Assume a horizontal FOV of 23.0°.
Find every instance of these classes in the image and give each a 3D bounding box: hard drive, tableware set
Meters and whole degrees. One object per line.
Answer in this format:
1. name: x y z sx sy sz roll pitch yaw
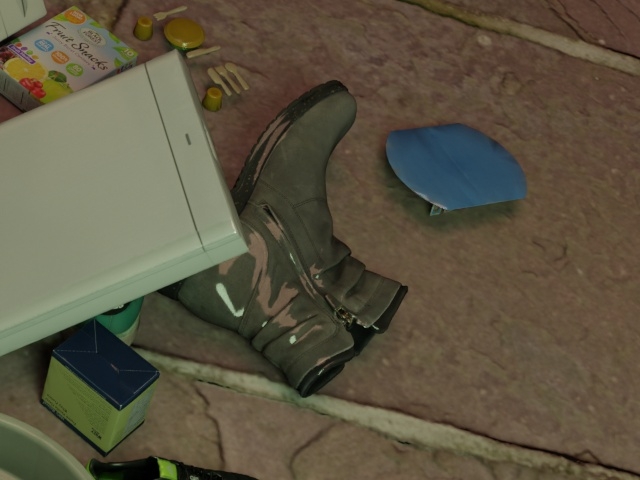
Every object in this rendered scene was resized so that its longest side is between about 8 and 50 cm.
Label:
1. hard drive: -0.261 -0.018 1.436 0.353 0.047 0.233 -23 54 3
2. tableware set: -0.159 -0.200 1.781 0.104 0.024 0.154 -22 61 -31

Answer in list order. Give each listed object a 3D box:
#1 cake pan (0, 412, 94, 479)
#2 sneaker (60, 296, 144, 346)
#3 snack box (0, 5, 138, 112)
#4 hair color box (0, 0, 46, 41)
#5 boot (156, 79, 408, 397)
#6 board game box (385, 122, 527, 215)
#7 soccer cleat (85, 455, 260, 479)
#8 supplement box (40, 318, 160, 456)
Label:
1. cake pan: -0.303 0.260 1.232 0.293 0.054 0.293 10 47 -11
2. sneaker: -0.205 -0.038 1.546 0.108 0.121 0.302 6 48 -16
3. snack box: -0.283 -0.191 1.713 0.100 0.037 0.141 38 48 14
4. hair color box: -0.443 -0.250 1.582 0.110 0.185 0.339 6 32 36
5. boot: 0.000 0.000 1.610 0.222 0.118 0.338 34 58 7
6. board game box: 0.147 -0.074 1.773 0.168 0.033 0.133 -9 48 -33
7. soccer cleat: -0.125 0.221 1.375 0.179 0.072 0.060 4 49 -17
8. supplement box: -0.200 0.133 1.419 0.083 0.083 0.056 37 48 14
